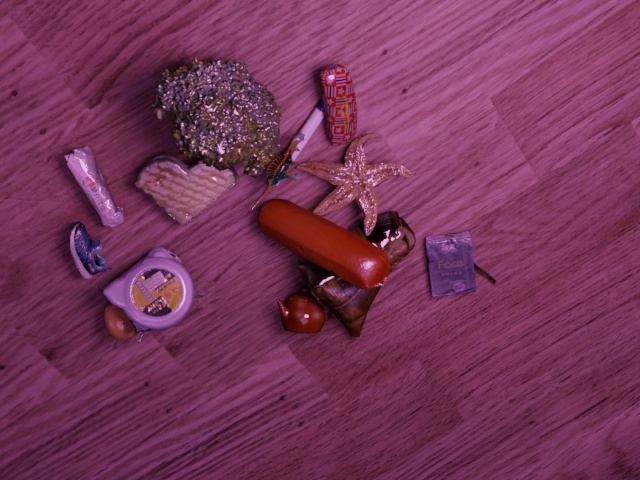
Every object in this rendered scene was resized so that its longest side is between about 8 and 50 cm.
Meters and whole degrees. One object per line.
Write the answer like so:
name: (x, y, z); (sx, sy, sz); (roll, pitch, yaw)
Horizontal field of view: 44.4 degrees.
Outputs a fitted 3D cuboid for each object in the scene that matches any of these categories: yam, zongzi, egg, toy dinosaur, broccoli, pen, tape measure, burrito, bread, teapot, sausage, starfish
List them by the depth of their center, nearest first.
broccoli: (-0.207, -0.261, 1.639); (0.235, 0.260, 0.288); (-38, 115, -5)
toy dinosaur: (-0.094, -0.153, 1.736); (0.187, 0.044, 0.106); (-38, 157, -14)
sausage: (0.000, 0.001, 1.761); (0.097, 0.348, 0.094); (-54, 156, -19)
burrito: (-0.505, -0.120, 1.765); (0.064, 0.064, 0.203); (-23, 113, 4)
pen: (-0.039, -0.235, 1.777); (0.033, 0.033, 0.269); (31, 108, -17)
bread: (-0.300, -0.115, 1.785); (0.232, 0.064, 0.172); (-1, 114, -4)
starfish: (0.079, -0.130, 1.791); (0.277, 0.062, 0.236); (3, 92, -1)
tape measure: (-0.392, 0.127, 1.842); (0.196, 0.105, 0.178); (-34, 91, -16)
egg: (-0.482, 0.192, 1.894); (0.080, 0.080, 0.096); (-17, 104, 2)
zongzi: (0.123, 0.094, 1.897); (0.286, 0.134, 0.288); (-32, 127, 2)
teapot: (-0.037, 0.169, 1.921); (0.173, 0.116, 0.116); (4, 116, -35)
yam: (0.402, 0.077, 1.966); (0.107, 0.014, 0.014); (36, 106, -16)

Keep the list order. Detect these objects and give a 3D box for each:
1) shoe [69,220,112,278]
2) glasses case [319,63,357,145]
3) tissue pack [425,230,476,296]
shoe: (-0.539, 0.021, 1.821); (0.071, 0.064, 0.143); (-12, 117, 1)
glasses case: (0.044, -0.294, 1.720); (0.073, 0.049, 0.194); (-24, 135, -14)
tissue pack: (0.319, 0.058, 1.926); (0.112, 0.051, 0.156); (-7, 115, 8)
